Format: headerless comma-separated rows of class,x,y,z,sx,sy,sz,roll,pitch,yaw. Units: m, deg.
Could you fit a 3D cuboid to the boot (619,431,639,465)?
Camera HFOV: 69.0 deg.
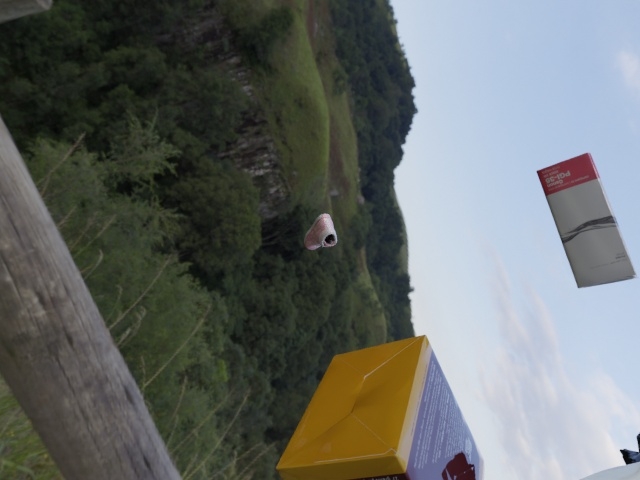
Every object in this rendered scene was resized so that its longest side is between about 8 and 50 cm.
boot,0.569,0.477,0.796,0.094,0.247,0.207,-12,-75,48

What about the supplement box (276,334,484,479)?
supplement box,0.082,0.247,0.513,0.194,0.129,0.191,64,27,-12

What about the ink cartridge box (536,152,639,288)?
ink cartridge box,0.612,-0.035,1.073,0.207,0.117,0.282,8,66,-58

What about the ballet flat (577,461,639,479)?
ballet flat,0.309,0.240,0.377,0.123,0.349,0.123,-179,-90,-80

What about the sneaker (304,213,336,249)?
sneaker,0.000,0.000,1.167,0.070,0.051,0.134,67,-32,28
